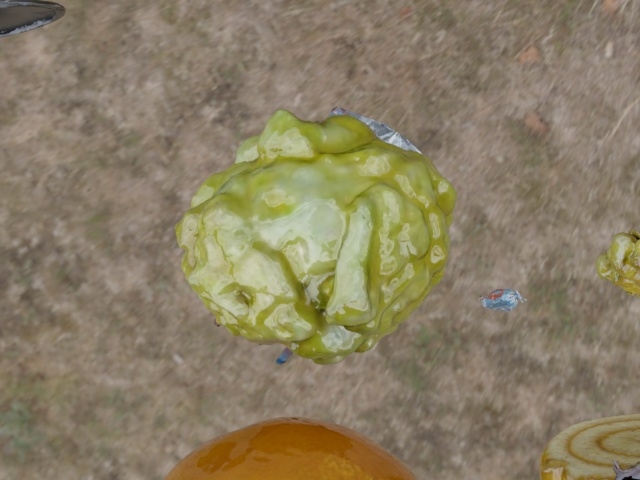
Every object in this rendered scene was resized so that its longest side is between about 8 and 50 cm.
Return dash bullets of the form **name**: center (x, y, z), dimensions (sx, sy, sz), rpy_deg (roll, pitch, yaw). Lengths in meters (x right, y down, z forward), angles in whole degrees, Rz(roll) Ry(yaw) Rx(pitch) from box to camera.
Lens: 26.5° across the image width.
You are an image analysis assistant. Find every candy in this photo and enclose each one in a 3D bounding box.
- **candy**: center (0.228, 0.076, 1.699), dimensions (0.030, 0.020, 0.083), rpy_deg (45, 155, -19)

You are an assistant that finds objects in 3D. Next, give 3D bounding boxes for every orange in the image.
- **orange**: center (-0.028, 0.300, 1.120), dimensions (0.312, 0.312, 0.312), rpy_deg (6, 111, 17)

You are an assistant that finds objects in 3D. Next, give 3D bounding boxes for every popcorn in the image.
- **popcorn**: center (-0.002, -0.003, 1.206), dimensions (0.256, 0.255, 0.195), rpy_deg (-15, 130, 5)

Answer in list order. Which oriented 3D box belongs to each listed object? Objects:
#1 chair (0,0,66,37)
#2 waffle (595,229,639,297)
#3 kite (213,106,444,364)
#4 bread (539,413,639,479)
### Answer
- **chair**: center (-0.460, -0.456, 1.672), dimensions (0.226, 0.226, 0.401), rpy_deg (-9, 92, 22)
- **waffle**: center (0.397, 0.038, 1.285), dimensions (0.291, 0.291, 0.051), rpy_deg (9, 84, 16)
- **kite**: center (0.000, 0.000, 1.465), dimensions (0.152, 0.015, 0.285), rpy_deg (37, 92, 19)
- **bread**: center (0.216, 0.153, 0.875), dimensions (0.149, 0.122, 0.073), rpy_deg (-4, 103, 20)
